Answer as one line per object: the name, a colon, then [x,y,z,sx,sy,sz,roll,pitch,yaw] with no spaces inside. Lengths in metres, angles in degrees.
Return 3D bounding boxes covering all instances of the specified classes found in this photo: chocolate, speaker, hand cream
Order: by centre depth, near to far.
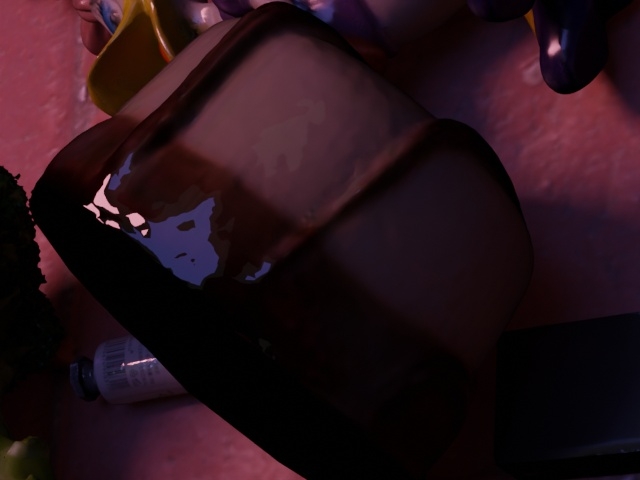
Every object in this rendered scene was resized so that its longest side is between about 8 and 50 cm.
speaker: [0.199,0.079,0.922,0.218,0.044,0.082,-10,63,28]
chocolate: [0.000,0.000,0.949,0.283,0.283,0.186,31,71,38]
hand cream: [-0.067,0.070,1.100,0.194,0.042,0.067,-12,64,21]

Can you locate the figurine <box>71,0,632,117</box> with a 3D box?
figurine: [-0.016,-0.155,1.101,0.420,0.154,0.193,-10,58,27]

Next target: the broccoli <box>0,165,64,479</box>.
broccoli: [-0.266,0.074,1.067,0.297,0.297,0.297,42,93,27]
